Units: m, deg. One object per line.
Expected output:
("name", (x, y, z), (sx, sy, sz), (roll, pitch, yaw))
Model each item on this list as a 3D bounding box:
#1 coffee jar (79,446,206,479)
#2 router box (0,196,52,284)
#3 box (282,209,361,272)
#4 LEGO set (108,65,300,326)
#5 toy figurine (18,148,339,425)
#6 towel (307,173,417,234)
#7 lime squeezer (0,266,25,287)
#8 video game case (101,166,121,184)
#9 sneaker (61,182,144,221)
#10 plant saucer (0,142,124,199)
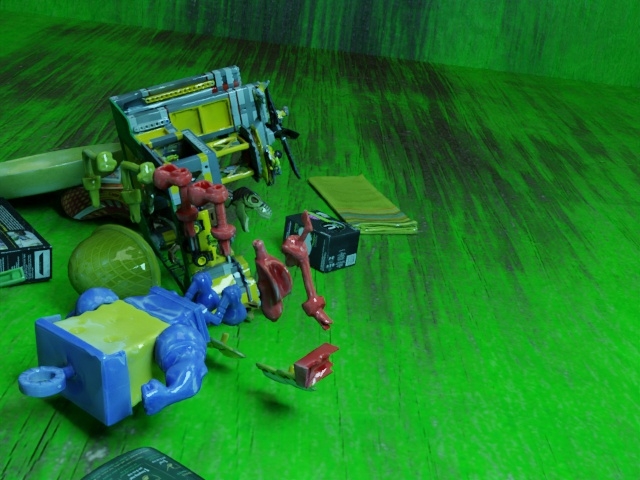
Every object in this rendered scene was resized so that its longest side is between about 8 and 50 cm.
("coffee jar", (-0.074, 0.208, 0.600), (0.184, 0.079, 0.096), (19, 21, 30))
("router box", (-0.405, 0.002, 1.075), (0.133, 0.046, 0.179), (-8, 25, -34))
("box", (0.000, 0.000, 1.211), (0.062, 0.052, 0.083), (-13, 30, -44))
("LEGO set", (-0.103, -0.067, 1.072), (0.192, 0.255, 0.331), (-18, 21, -18))
("toy figurine", (-0.188, 0.057, 0.824), (0.362, 0.191, 0.217), (20, 36, 38))
("towel", (0.060, -0.061, 1.434), (0.102, 0.021, 0.237), (1, 21, -19))
("lime squeezer", (-0.436, 0.049, 0.865), (0.310, 0.110, 0.059), (5, 40, -53))
("video game case", (-0.351, -0.110, 1.438), (0.087, 0.011, 0.122), (4, 21, -11))
("sneaker", (-0.258, -0.055, 1.253), (0.175, 0.064, 0.067), (10, 16, 1))
("plant saucer", (-0.378, -0.092, 1.269), (0.240, 0.037, 0.241), (-9, 13, 2))
